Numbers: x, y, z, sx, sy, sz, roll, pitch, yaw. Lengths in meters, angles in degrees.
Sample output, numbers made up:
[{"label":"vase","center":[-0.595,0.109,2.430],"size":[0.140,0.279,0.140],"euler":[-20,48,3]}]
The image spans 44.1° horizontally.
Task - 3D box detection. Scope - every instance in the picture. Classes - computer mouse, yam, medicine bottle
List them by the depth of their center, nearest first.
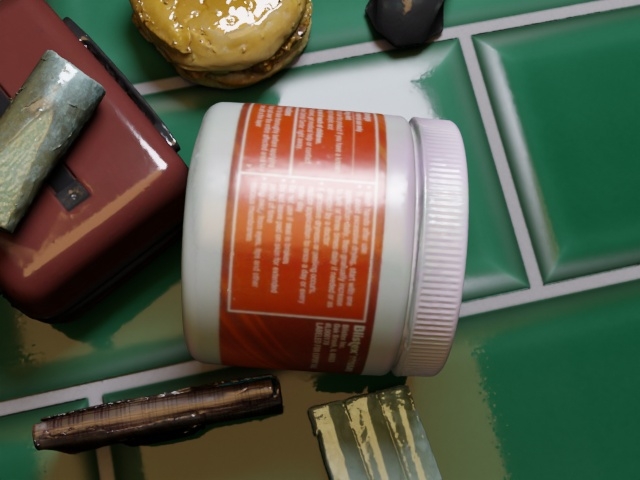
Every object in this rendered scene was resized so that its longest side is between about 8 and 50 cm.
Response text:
[{"label":"yam","center":[-0.261,-0.088,0.704],"size":[0.068,0.068,0.169],"euler":[27,75,5]},{"label":"medicine bottle","center":[0.000,0.000,0.764],"size":[0.240,0.252,0.253],"euler":[4,75,0]},{"label":"computer mouse","center":[0.111,-0.312,0.950],"size":[0.099,0.057,0.172],"euler":[14,72,3]}]

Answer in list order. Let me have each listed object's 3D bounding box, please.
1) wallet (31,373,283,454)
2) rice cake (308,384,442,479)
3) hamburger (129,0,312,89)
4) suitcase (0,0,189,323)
[{"label":"wallet","center":[-0.151,0.175,0.778],"size":[0.230,0.124,0.042],"euler":[-12,71,-6]},{"label":"rice cake","center":[0.071,0.260,0.809],"size":[0.124,0.038,0.211],"euler":[-13,77,-5]},{"label":"hamburger","center":[-0.111,-0.277,0.912],"size":[0.213,0.108,0.214],"euler":[-1,72,2]},{"label":"suitcase","center":[-0.287,-0.083,0.822],"size":[0.236,0.161,0.297],"euler":[-40,79,-12]}]
